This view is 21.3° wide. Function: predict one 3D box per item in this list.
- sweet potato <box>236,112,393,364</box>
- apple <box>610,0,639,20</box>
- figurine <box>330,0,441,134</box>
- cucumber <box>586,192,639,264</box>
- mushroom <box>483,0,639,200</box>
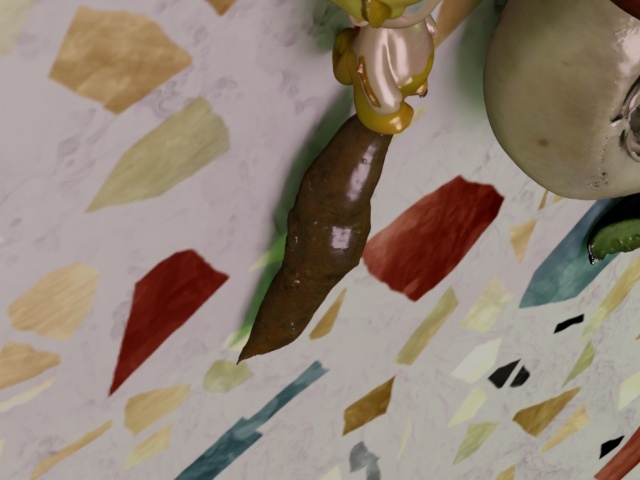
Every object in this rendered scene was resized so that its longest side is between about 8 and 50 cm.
[{"bbox_3d":[0.000,0.000,1.271,0.067,0.067,0.274,-11,140,-40],"label":"sweet potato"},{"bbox_3d":[0.209,-0.284,0.918,0.329,0.295,0.365,-62,164,-15],"label":"apple"},{"bbox_3d":[0.042,-0.171,1.057,0.246,0.131,0.156,90,20,-49],"label":"figurine"},{"bbox_3d":[0.340,-0.050,1.588,0.220,0.070,0.046,-41,119,-5],"label":"cucumber"},{"bbox_3d":[0.243,-0.129,1.257,0.246,0.202,0.246,-19,136,-19],"label":"mushroom"}]
